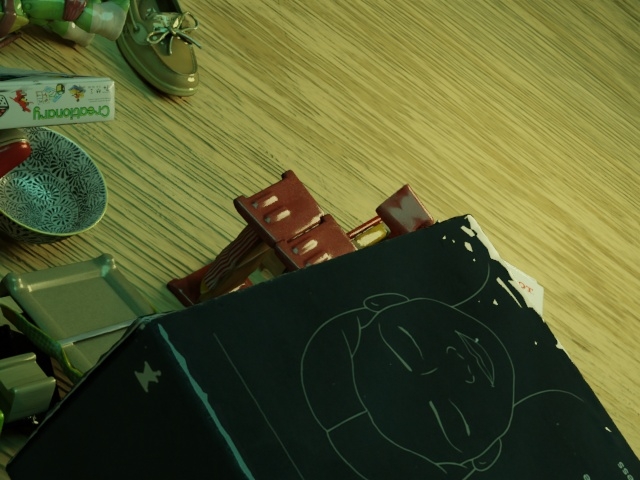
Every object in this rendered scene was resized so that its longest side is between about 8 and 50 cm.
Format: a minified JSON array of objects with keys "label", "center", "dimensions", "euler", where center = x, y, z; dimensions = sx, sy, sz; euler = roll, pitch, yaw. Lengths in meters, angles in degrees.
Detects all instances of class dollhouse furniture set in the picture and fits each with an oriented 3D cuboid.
[{"label":"dollhouse furniture set","center":[0.000,0.000,1.657],"dimensions":[0.152,0.201,0.374],"euler":[49,39,8]},{"label":"dollhouse furniture set","center":[-0.298,0.144,1.281],"dimensions":[0.197,0.151,0.301],"euler":[44,33,25]}]

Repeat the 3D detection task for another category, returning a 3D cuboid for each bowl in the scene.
[{"label":"bowl","center":[-0.350,-0.053,1.503],"dimensions":[0.170,0.080,0.170],"euler":[23,43,-23]}]

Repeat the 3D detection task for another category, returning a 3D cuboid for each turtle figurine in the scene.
[{"label":"turtle figurine","center":[-0.399,-0.368,1.663],"dimensions":[0.266,0.198,0.275],"euler":[13,50,-37]}]

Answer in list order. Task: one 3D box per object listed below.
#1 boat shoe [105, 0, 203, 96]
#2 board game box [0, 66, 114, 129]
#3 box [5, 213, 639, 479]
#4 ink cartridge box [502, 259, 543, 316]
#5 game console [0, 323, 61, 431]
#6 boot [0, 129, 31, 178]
[{"label":"boat shoe","center":[-0.252,-0.339,1.845],"dimensions":[0.104,0.089,0.285],"euler":[-9,61,-45]},{"label":"board game box","center":[-0.405,-0.168,1.427],"dimensions":[0.193,0.305,0.053],"euler":[-11,106,-45]},{"label":"box","center":[0.055,0.277,1.179],"dimensions":[0.471,0.297,0.480],"euler":[-16,68,-50]},{"label":"ink cartridge box","center":[0.205,0.140,1.772],"dimensions":[0.198,0.115,0.273],"euler":[31,40,-15]},{"label":"game console","center":[-0.344,0.162,1.363],"dimensions":[0.107,0.071,0.122],"euler":[-15,60,-13]},{"label":"boot","center":[-0.391,-0.002,1.355],"dimensions":[0.244,0.088,0.176],"euler":[-35,80,-14]}]
